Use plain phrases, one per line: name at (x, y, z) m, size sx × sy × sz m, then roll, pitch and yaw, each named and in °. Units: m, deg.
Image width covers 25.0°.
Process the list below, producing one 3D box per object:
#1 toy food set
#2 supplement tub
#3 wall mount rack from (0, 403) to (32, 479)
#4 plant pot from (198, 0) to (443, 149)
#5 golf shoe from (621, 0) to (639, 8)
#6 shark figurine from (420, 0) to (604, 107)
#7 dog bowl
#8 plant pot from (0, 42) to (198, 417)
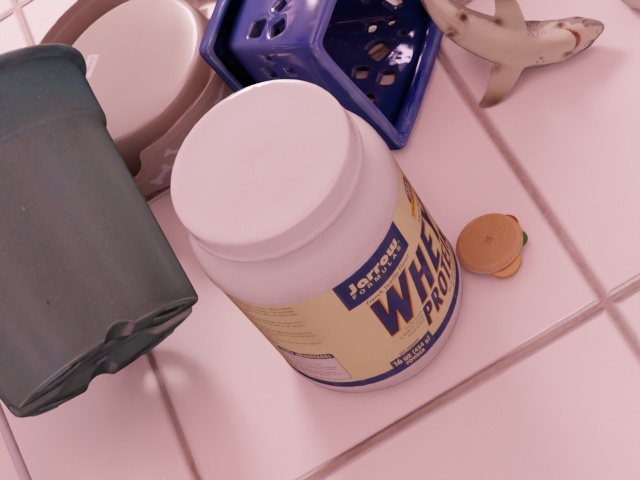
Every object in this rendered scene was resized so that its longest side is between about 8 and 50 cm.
toy food set at (0.196, 0.004, 1.658) m, size 0.083 × 0.020 × 0.082 m, roll 4°, pitch 61°, yaw 29°
supplement tub at (0.000, 0.000, 1.562) m, size 0.235 × 0.325 × 0.235 m, roll -13°, pitch 55°, yaw 19°
wall mount rack at (-0.440, 0.340, 1.689) m, size 0.350 × 0.130 × 0.304 m, roll -22°, pitch 52°, yaw 11°
plant pot at (-0.003, -0.261, 1.803) m, size 0.212 × 0.236 × 0.236 m, roll 0°, pitch 60°, yaw 35°
golf shoe at (0.358, -0.434, 1.716) m, size 0.115 × 0.140 × 0.306 m, roll -13°, pitch 80°, yaw 40°
shark figurine at (0.189, -0.283, 1.780) m, size 0.166 × 0.278 × 0.116 m, roll -54°, pitch 5°, yaw 23°
dog bowl at (-0.246, -0.210, 1.948) m, size 0.349 × 0.102 × 0.349 m, roll -17°, pitch 52°, yaw 23°
plant pot at (-0.335, 0.003, 1.692) m, size 0.341 × 0.341 × 0.334 m, roll -35°, pitch 81°, yaw 2°
